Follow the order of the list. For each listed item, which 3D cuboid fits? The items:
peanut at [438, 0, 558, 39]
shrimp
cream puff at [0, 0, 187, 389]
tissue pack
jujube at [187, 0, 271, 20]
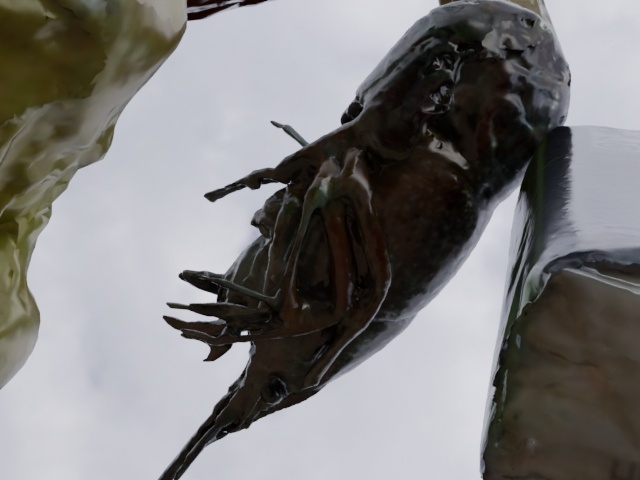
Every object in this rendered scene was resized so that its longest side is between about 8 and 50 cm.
[{"bbox_3d":[0.135,-0.172,1.361,0.083,0.093,0.194,-12,-79,41],"label":"peanut"},{"bbox_3d":[0.002,-0.001,1.062,0.372,0.172,0.137,-40,-76,9],"label":"shrimp"},{"bbox_3d":[-0.215,-0.053,0.504,0.323,0.270,0.274,-5,-84,25],"label":"cream puff"},{"bbox_3d":[0.228,0.043,0.817,0.288,0.394,0.124,13,-78,5],"label":"tissue pack"},{"bbox_3d":[-0.057,-0.239,0.769,0.276,0.377,0.276,23,-56,39],"label":"jujube"}]
